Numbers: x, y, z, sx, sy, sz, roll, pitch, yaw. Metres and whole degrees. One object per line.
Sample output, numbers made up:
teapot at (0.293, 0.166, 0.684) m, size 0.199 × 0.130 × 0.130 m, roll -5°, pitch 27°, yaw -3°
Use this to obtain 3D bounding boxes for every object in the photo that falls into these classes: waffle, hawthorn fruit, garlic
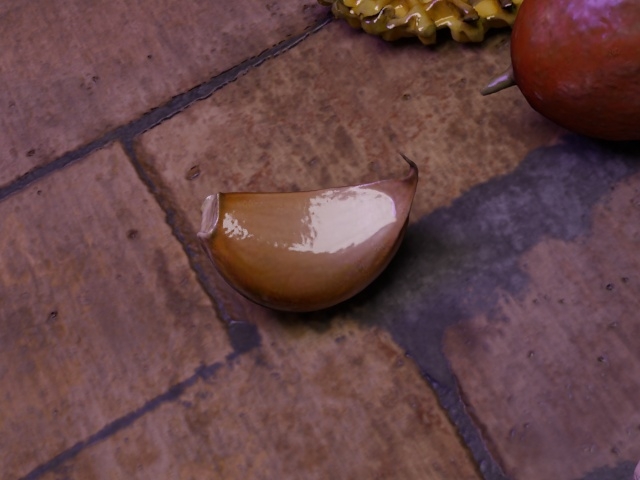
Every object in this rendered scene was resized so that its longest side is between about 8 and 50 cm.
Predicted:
waffle at (0.133, -0.322, 1.630) m, size 0.329 × 0.062 × 0.329 m, roll -11°, pitch 53°, yaw 14°
hawthorn fruit at (0.262, -0.177, 1.404) m, size 0.251 × 0.199 × 0.199 m, roll -21°, pitch 48°, yaw 25°
garlic at (0.000, -0.006, 1.415) m, size 0.206 × 0.128 × 0.115 m, roll -14°, pitch 7°, yaw 6°

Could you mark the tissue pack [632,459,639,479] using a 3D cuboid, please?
tissue pack at (0.384, 0.131, 1.160) m, size 0.201 × 0.124 × 0.271 m, roll 23°, pitch 66°, yaw 36°
